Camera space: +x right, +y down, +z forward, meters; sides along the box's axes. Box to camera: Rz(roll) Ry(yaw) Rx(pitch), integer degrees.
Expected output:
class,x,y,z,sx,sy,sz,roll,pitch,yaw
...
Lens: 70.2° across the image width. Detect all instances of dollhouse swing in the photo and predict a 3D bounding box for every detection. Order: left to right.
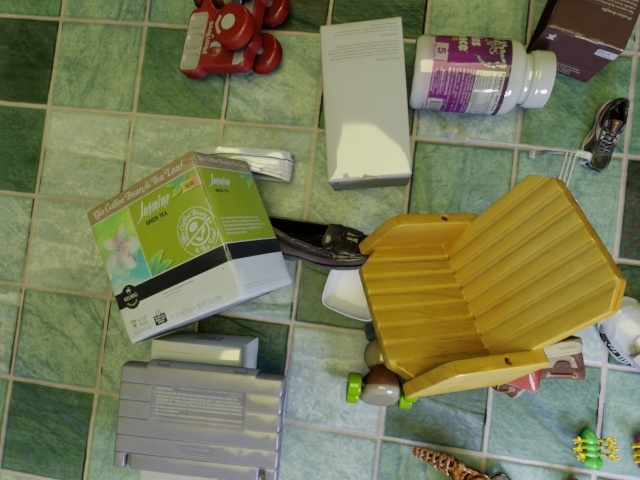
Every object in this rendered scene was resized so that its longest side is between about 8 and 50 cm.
class,x,y,z,sx,sy,sz,roll,pitch,yaw
dollhouse swing,0.286,0.063,0.851,0.315,0.305,0.346,-2,57,-18

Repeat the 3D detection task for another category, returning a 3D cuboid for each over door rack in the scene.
class,x,y,z,sx,sy,sz,roll,pitch,yaw
over door rack,0.426,-0.121,1.075,0.324,0.108,0.239,17,89,21

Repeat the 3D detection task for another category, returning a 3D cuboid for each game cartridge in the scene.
class,x,y,z,sx,sy,sz,roll,pitch,yaw
game cartridge,-0.256,0.381,0.975,0.355,0.068,0.230,4,84,6

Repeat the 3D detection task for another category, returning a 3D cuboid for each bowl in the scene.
class,x,y,z,sx,sy,sz,roll,pitch,yaw
bowl,0.087,0.115,1.119,0.142,0.053,0.141,20,90,8

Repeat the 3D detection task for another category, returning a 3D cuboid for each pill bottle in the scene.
class,x,y,z,sx,sy,sz,roll,pitch,yaw
pill bottle,0.364,-0.380,1.052,0.302,0.169,0.169,6,88,6

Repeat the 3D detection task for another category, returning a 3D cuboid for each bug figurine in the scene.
class,x,y,z,sx,sy,sz,roll,pitch,yaw
bug figurine,0.680,0.539,1.023,0.279,0.072,0.216,-1,81,11

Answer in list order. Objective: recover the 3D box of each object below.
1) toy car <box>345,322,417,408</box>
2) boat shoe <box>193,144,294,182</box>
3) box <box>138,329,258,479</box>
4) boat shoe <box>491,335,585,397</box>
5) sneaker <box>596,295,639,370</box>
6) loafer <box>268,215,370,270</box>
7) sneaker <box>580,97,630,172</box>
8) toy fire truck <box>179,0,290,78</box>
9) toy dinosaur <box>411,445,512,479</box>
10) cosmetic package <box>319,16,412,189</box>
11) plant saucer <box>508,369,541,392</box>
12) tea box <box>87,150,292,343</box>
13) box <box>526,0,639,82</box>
class,x,y,z,sx,sy,sz,roll,pitch,yaw
toy car,0.146,0.290,1.088,0.155,0.149,0.188,5,59,3
boat shoe,-0.197,-0.185,1.144,0.258,0.095,0.084,3,83,8
box,-0.282,0.405,1.090,0.215,0.168,0.345,5,87,6
boat shoe,0.431,0.301,1.041,0.342,0.123,0.123,-10,85,0
sneaker,0.760,0.271,0.956,0.137,0.210,0.365,-37,84,3
loafer,0.000,0.000,1.077,0.303,0.109,0.095,6,129,19
sneaker,0.664,-0.251,1.058,0.072,0.077,0.178,13,90,8
toy fire truck,-0.231,-0.561,1.144,0.254,0.169,0.302,8,87,25
toy dinosaur,0.337,0.603,1.046,0.322,0.164,0.218,39,77,25
cosmetic package,0.107,-0.313,1.085,0.197,0.155,0.365,-2,88,7
plant saucer,0.368,0.168,1.010,0.259,0.047,0.259,15,59,15
tea box,-0.296,0.018,1.045,0.329,0.220,0.323,-24,83,23
box,0.601,-0.508,1.032,0.169,0.167,0.203,24,90,7
